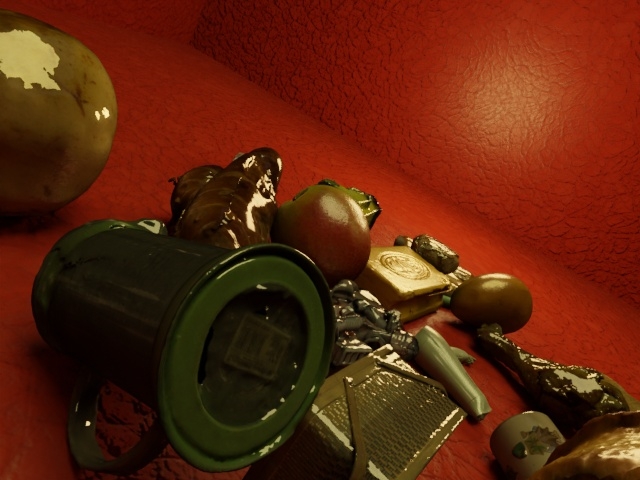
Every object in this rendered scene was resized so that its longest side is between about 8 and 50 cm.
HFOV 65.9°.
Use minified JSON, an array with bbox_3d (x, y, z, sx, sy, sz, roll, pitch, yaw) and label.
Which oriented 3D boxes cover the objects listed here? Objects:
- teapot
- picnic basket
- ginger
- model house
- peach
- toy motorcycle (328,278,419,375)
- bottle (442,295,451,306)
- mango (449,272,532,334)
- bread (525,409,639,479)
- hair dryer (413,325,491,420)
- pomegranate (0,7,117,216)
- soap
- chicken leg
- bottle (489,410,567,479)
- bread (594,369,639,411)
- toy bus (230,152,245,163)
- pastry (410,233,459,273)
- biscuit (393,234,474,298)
[{"bbox_3d":[-0.183,0.107,0.535,0.337,0.270,0.200,10,-19,42],"label":"teapot"},{"bbox_3d":[0.049,0.254,0.603,0.139,0.165,0.267,40,23,24],"label":"picnic basket"},{"bbox_3d":[-0.202,-0.036,0.942,0.418,0.254,0.176,-89,154,-54],"label":"ginger"},{"bbox_3d":[0.051,-0.057,1.298,0.170,0.193,0.211,34,22,19],"label":"model house"},{"bbox_3d":[0.000,0.000,1.046,0.231,0.230,0.231,26,21,-10],"label":"peach"},{"bbox_3d":[0.038,0.164,0.857,0.207,0.134,0.401,35,19,31],"label":"toy motorcycle"},{"bbox_3d":[0.342,0.167,1.390,0.083,0.030,0.030,20,22,-27],"label":"bottle"},{"bbox_3d":[0.470,0.167,1.335,0.255,0.175,0.139,23,19,-35],"label":"mango"},{"bbox_3d":[0.339,0.367,0.454,0.216,0.397,0.398,6,30,-36],"label":"bread"},{"bbox_3d":[0.305,0.279,1.061,0.206,0.075,0.237,50,20,29],"label":"hair dryer"},{"bbox_3d":[-0.494,-0.195,0.789,0.333,0.332,0.332,26,21,-10],"label":"pomegranate"},{"bbox_3d":[0.193,0.103,1.250,0.204,0.096,0.325,40,23,28],"label":"soap"},{"bbox_3d":[0.509,0.315,1.130,0.361,0.140,0.211,29,-3,28],"label":"chicken leg"},{"bbox_3d":[0.373,0.398,0.762,0.121,0.120,0.253,20,23,-23],"label":"bottle"},{"bbox_3d":[0.755,0.420,1.302,0.287,0.056,0.207,14,22,-35],"label":"bread"},{"bbox_3d":[-0.239,-0.218,1.465,0.060,0.074,0.123,26,21,-9],"label":"toy bus"},{"bbox_3d":[0.332,0.040,1.432,0.154,0.081,0.153,25,23,-11],"label":"pastry"},{"bbox_3d":[0.348,0.091,1.530,0.291,0.062,0.237,29,21,4],"label":"biscuit"}]
